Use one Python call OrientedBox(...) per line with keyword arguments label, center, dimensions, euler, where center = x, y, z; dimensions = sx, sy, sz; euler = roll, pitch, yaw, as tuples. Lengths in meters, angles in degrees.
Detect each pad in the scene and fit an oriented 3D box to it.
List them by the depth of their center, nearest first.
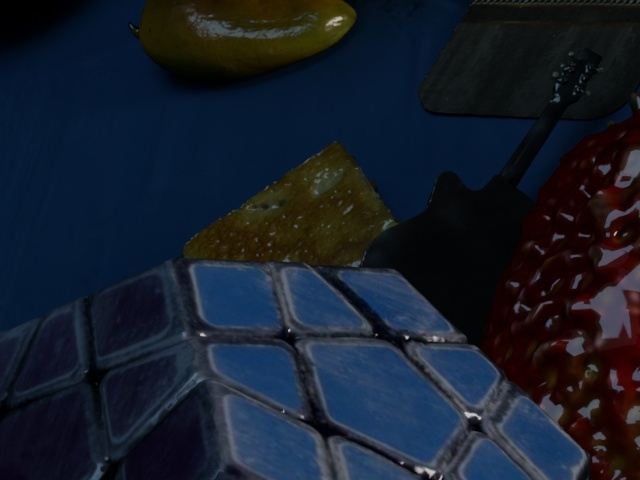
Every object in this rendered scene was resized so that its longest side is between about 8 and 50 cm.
OrientedBox(label="pad", center=(0.231, -0.184, 1.105), dimensions=(0.323, 0.055, 0.250), euler=(-12, 38, 50))

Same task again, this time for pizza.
OrientedBox(label="pizza", center=(0.000, 0.001, 1.060), dimensions=(0.175, 0.046, 0.134), euler=(8, 53, 39))

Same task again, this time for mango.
OrientedBox(label="mango", center=(-0.063, -0.166, 1.280), dimensions=(0.187, 0.066, 0.101), euler=(6, 51, 27))

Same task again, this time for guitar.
OrientedBox(label="guitar", center=(0.108, -0.031, 1.000), dimensions=(0.088, 0.025, 0.233), euler=(32, 65, 8))

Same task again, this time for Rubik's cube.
OrientedBox(label="Rubik's cube", center=(-0.034, 0.159, 0.710), dimensions=(0.264, 0.319, 0.319), euler=(-58, 27, 28))

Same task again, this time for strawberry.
OrientedBox(label="strawberry", center=(0.172, 0.042, 0.832), dimensions=(0.233, 0.138, 0.306), euler=(8, 50, 37))

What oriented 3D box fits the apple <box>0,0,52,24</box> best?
OrientedBox(label="apple", center=(-0.304, -0.298, 1.457), dimensions=(0.234, 0.234, 0.234), euler=(-18, 39, 16))
